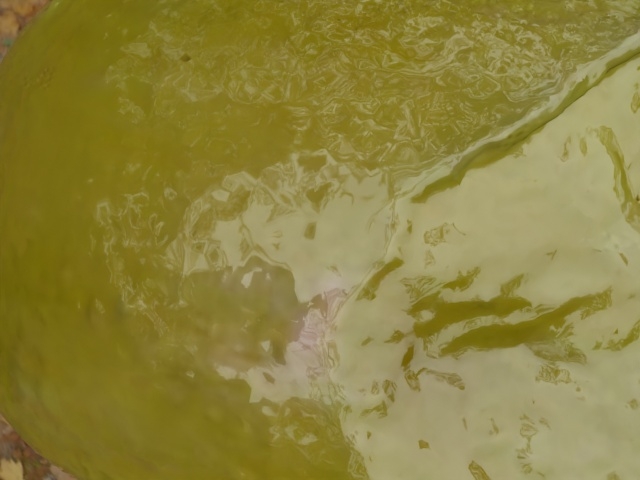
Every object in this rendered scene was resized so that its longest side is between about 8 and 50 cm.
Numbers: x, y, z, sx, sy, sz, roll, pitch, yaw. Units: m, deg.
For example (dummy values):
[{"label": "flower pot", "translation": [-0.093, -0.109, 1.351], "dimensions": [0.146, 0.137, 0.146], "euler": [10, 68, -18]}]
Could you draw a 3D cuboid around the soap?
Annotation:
[{"label": "soap", "translation": [0.000, 0.000, 0.447], "dimensions": [0.427, 0.115, 0.306], "euler": [7, 93, 15]}]
